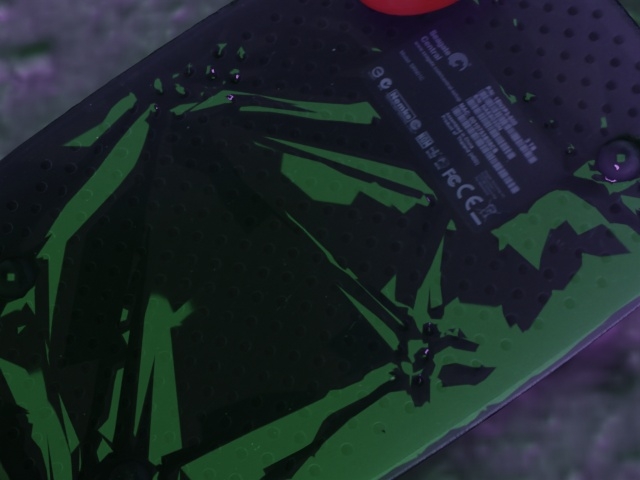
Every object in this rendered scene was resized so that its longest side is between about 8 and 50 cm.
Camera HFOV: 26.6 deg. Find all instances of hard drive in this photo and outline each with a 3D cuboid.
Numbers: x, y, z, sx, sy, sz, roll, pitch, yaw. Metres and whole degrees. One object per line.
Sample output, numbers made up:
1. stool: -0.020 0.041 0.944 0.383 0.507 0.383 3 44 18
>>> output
1. hard drive: 0.000 0.000 0.463 0.254 0.054 0.172 -33 70 -2

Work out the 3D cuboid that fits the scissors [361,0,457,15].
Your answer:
1. scissors: 0.095 -0.192 0.493 0.109 0.021 0.297 30 69 38
